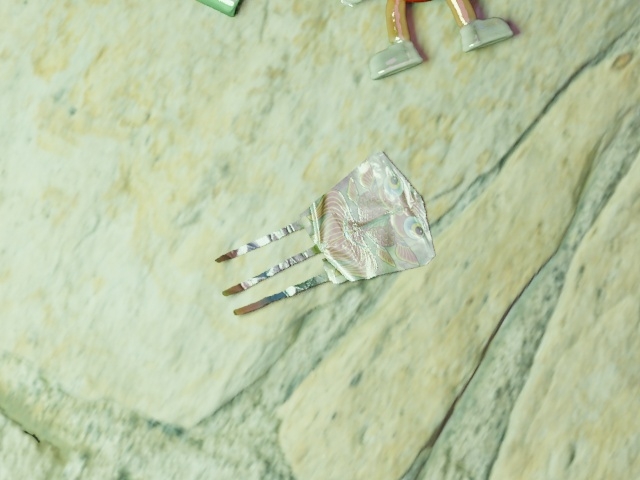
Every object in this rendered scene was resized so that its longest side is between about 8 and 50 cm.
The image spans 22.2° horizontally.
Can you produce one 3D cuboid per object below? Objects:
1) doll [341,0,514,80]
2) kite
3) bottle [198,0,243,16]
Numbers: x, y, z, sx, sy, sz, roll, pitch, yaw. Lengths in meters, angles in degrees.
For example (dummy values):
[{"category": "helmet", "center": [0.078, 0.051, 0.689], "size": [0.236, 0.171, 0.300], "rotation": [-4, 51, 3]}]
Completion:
[{"category": "doll", "center": [0.097, -0.291, 1.690], "size": [0.183, 0.085, 0.217], "rotation": [-16, 100, 1]}, {"category": "kite", "center": [0.000, 0.001, 1.682], "size": [0.229, 0.016, 0.127], "rotation": [-21, 80, -7]}, {"category": "bottle", "center": [-0.122, -0.264, 1.705], "size": [0.083, 0.030, 0.030], "rotation": [25, 83, 3]}]
